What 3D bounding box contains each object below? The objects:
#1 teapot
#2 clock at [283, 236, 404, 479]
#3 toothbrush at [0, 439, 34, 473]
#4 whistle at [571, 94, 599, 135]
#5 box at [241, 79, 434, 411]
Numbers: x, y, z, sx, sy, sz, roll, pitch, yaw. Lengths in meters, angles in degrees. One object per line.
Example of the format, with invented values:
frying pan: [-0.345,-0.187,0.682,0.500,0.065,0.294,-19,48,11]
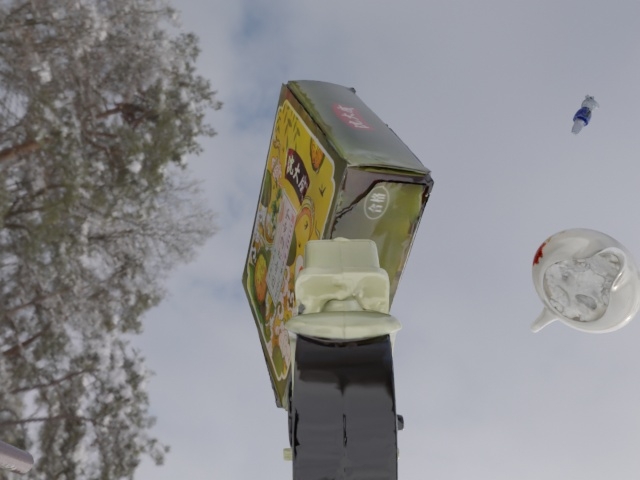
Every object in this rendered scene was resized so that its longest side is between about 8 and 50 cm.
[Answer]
teapot: [0.343,0.056,0.927,0.145,0.092,0.226,47,-34,19]
clock: [0.022,0.211,0.618,0.120,0.276,0.379,1,-62,0]
toothbrush: [-0.479,0.268,0.952,0.041,0.041,0.364,39,-17,21]
whistle: [0.451,-0.212,1.215,0.033,0.083,0.029,37,-18,-9]
box: [0.000,0.000,1.137,0.373,0.138,0.420,-117,-144,-57]
